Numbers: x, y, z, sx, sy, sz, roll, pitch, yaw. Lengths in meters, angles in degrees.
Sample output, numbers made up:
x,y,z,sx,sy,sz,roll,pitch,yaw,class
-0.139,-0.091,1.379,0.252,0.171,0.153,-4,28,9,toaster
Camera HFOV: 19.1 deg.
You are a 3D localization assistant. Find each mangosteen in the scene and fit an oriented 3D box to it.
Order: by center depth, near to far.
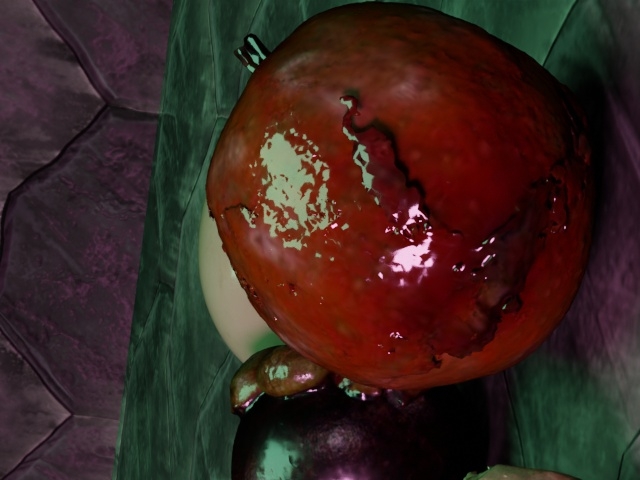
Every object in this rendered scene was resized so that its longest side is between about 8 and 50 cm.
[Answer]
x,y,z,sx,sy,sz,roll,pitch,yaw,class
0.019,0.146,1.534,0.211,0.211,0.250,-165,58,-73,mangosteen

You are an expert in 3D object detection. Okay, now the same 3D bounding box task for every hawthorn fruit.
x,y,z,sx,sy,sz,roll,pitch,yaw,class
0.065,-0.027,1.386,0.316,0.316,0.316,-174,90,-74,hawthorn fruit

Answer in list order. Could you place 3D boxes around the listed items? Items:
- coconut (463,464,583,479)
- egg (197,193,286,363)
x,y,z,sx,sy,sz,roll,pitch,yaw,class
0.125,0.249,1.245,0.194,0.194,0.194,-174,90,-74,coconut
0.000,0.000,1.683,0.219,0.219,0.269,-160,81,-73,egg
